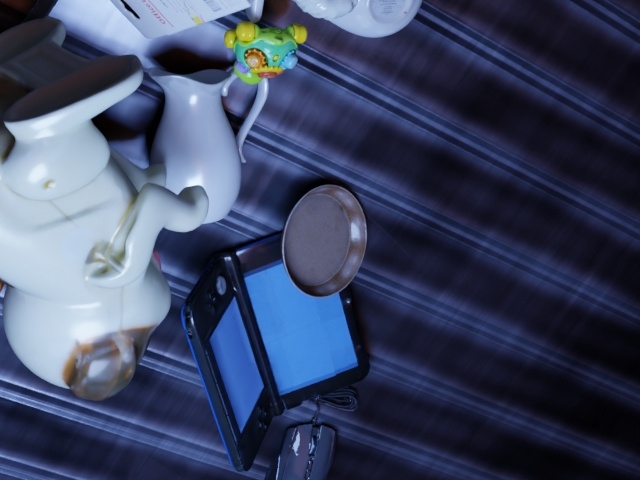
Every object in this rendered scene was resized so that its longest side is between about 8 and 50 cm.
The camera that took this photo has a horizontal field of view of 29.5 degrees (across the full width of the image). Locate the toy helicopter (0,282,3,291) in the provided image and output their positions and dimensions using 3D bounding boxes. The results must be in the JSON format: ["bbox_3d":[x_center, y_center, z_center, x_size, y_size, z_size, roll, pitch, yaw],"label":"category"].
[{"bbox_3d":[-0.569,-0.047,1.592,0.235,0.140,0.355,-20,113,6],"label":"toy helicopter"}]

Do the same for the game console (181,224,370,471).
[{"bbox_3d":[-0.058,0.155,1.802,0.173,0.250,0.293,-8,115,18],"label":"game console"}]

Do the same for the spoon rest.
[{"bbox_3d":[0.020,-0.334,1.620,0.276,0.084,0.137,-7,123,-29],"label":"spoon rest"}]

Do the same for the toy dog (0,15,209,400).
[{"bbox_3d":[-0.318,0.002,1.461,0.395,0.285,0.407,-41,130,-29],"label":"toy dog"}]

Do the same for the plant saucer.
[{"bbox_3d":[0.000,0.000,1.789,0.168,0.029,0.168,-9,104,-41],"label":"plant saucer"}]

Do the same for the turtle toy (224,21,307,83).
[{"bbox_3d":[-0.076,-0.241,1.573,0.095,0.130,0.066,-2,88,-23],"label":"turtle toy"}]

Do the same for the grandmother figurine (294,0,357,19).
[{"bbox_3d":[-0.026,-0.435,1.468,0.208,0.104,0.342,-13,103,1],"label":"grandmother figurine"}]

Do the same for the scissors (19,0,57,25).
[{"bbox_3d":[-0.379,-0.240,1.534,0.297,0.021,0.109,-42,114,-11],"label":"scissors"}]

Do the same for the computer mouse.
[{"bbox_3d":[-0.053,0.346,1.997,0.184,0.060,0.262,15,114,-25],"label":"computer mouse"}]

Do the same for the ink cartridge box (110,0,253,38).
[{"bbox_3d":[-0.177,-0.330,1.522,0.198,0.067,0.115,-9,135,41],"label":"ink cartridge box"}]

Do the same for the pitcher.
[{"bbox_3d":[-0.148,-0.136,1.659,0.178,0.125,0.207,-11,112,-29],"label":"pitcher"}]
